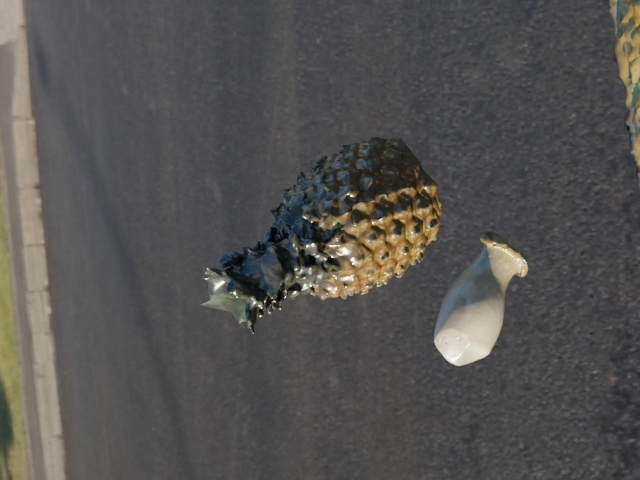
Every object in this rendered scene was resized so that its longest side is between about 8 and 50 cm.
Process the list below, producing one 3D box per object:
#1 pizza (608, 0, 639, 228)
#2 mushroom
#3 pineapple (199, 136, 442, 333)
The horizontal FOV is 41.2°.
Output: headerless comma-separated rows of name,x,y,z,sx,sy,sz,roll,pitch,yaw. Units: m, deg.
pizza,0.286,-0.135,0.499,0.435,0.080,0.391,-132,43,-72
mushroom,0.237,0.087,1.266,0.097,0.212,0.088,27,158,15
pineapple,0.000,0.000,1.102,0.202,0.362,0.201,19,122,32
